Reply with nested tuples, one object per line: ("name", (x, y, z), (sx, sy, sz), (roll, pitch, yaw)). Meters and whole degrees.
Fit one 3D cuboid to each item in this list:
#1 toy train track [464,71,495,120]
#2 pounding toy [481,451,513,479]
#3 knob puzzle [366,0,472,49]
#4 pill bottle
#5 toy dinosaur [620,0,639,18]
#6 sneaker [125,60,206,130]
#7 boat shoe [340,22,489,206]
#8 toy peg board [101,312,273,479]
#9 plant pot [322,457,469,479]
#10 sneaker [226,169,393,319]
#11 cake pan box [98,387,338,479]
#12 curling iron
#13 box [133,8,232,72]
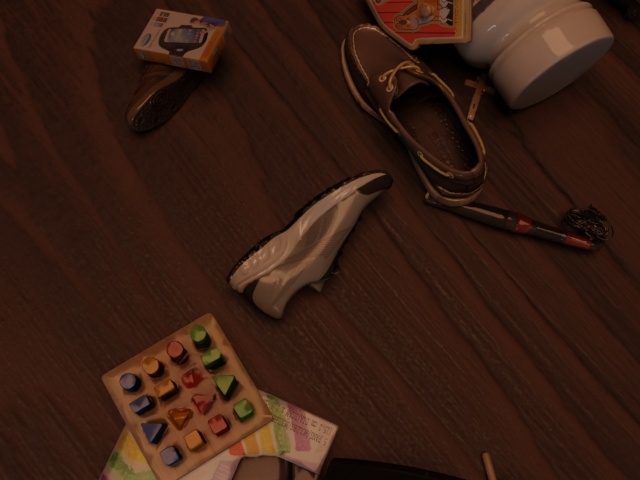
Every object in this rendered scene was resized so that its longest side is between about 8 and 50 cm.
("toy train track", (0.240, -0.222, 1.247), (0.048, 0.014, 0.083), (19, 74, 2))
("pounding toy", (0.256, 0.367, 1.048), (0.141, 0.100, 0.130), (34, 75, -5))
("knob puzzle", (0.126, -0.368, 1.157), (0.030, 0.213, 0.213), (-19, 73, -44))
("pill bottle", (0.253, -0.385, 1.196), (0.204, 0.204, 0.361), (-28, 78, -11))
("toy dinosaur", (0.464, -0.425, 1.222), (0.160, 0.313, 0.121), (31, 101, -17))
("sneaker", (-0.231, -0.240, 1.208), (0.071, 0.066, 0.188), (32, 69, 23))
("boat shoe", (0.134, -0.200, 1.182), (0.117, 0.096, 0.324), (-28, 72, -9))
("toy peg board", (-0.167, 0.190, 1.004), (0.161, 0.079, 0.161), (-30, 77, -11))
("plant pot", (0.068, 0.364, 0.981), (0.167, 0.188, 0.187), (19, 65, 15))
("sneaker", (0.000, 0.000, 1.136), (0.271, 0.100, 0.108), (-41, 94, -10))
("cake pan box", (-0.134, 0.302, 1.048), (0.267, 0.070, 0.245), (25, 76, 4))
("curling iron", (0.286, -0.034, 1.188), (0.274, 0.035, 0.068), (9, 52, 4))
("box", (-0.205, -0.291, 1.178), (0.136, 0.028, 0.081), (14, 63, 15))
